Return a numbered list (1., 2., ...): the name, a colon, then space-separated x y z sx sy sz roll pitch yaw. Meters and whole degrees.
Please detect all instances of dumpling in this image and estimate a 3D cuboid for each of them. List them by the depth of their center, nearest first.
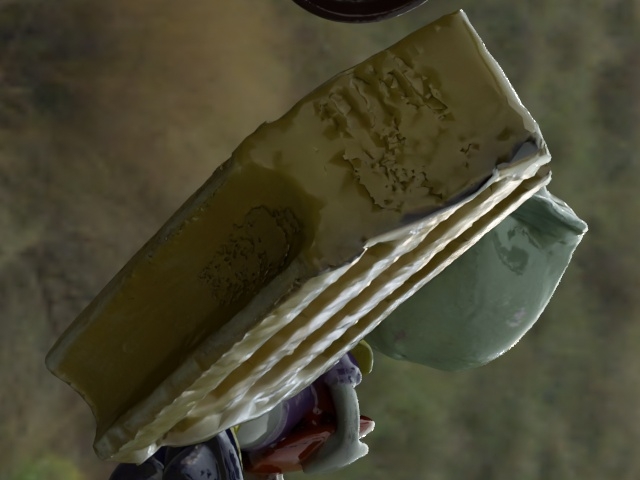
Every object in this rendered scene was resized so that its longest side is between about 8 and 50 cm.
1. dumpling: 0.097 0.002 1.871 0.321 0.270 0.212 -58 -179 30

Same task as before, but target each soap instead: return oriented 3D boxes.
1. soap: 0.000 0.000 0.884 0.160 0.257 0.080 -18 70 -49

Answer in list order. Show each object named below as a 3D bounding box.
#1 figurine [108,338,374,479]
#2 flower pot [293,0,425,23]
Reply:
1. figurine: -0.050 0.111 1.571 0.193 0.154 0.421 63 34 -7
2. flower pot: 0.019 -0.184 1.003 0.089 0.111 0.111 -105 -177 -54
